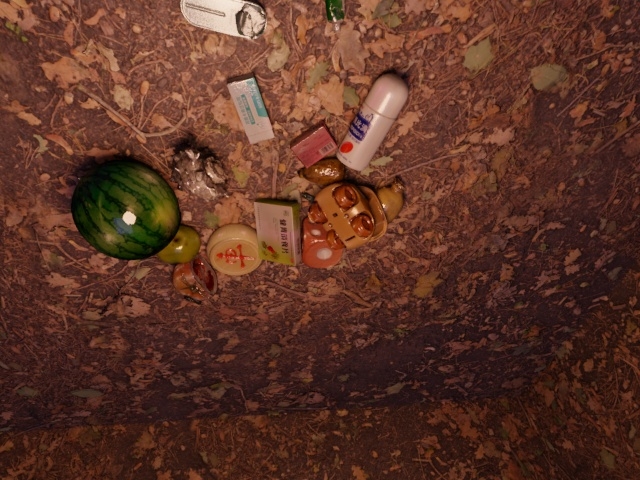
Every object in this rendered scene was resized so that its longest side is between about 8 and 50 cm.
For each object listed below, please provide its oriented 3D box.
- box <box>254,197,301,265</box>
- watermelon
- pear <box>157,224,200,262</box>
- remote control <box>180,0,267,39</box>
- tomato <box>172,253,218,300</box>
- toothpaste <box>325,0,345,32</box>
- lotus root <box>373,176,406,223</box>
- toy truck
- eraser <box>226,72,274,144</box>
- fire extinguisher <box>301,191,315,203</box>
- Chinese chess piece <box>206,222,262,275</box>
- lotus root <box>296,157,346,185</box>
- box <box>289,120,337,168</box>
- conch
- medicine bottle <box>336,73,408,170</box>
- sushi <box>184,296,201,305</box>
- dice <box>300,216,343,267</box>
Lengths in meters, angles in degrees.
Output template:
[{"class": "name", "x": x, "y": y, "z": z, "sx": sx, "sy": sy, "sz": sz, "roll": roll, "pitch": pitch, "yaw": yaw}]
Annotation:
[{"class": "box", "x": -0.172, "y": -0.035, "z": 1.671, "sx": 0.175, "sy": 0.062, "sz": 0.260, "roll": 9, "pitch": 116, "yaw": 24}, {"class": "watermelon", "x": -0.674, "y": -0.104, "z": 1.434, "sx": 0.364, "sy": 0.363, "sz": 0.363, "roll": -5, "pitch": 132, "yaw": -6}, {"class": "pear", "x": -0.586, "y": 0.027, "z": 1.697, "sx": 0.180, "sy": 0.166, "sz": 0.216, "roll": -12, "pitch": 159, "yaw": -15}, {"class": "remote control", "x": -0.280, "y": -0.665, "z": 1.201, "sx": 0.248, "sy": 0.052, "sz": 0.104, "roll": 8, "pitch": 130, "yaw": -17}, {"class": "tomato", "x": -0.569, "y": 0.172, "z": 1.810, "sx": 0.155, "sy": 0.180, "sz": 0.214, "roll": -18, "pitch": 128, "yaw": 14}, {"class": "toothpaste", "x": 0.041, "y": -0.742, "z": 1.197, "sx": 0.078, "sy": 0.046, "sz": 0.247, "roll": -12, "pitch": 130, "yaw": -5}, {"class": "lotus root", "x": 0.247, "y": -0.124, "z": 1.711, "sx": 0.146, "sy": 0.130, "sz": 0.303, "roll": -5, "pitch": 144, "yaw": -51}, {"class": "toy truck", "x": 0.110, "y": -0.094, "z": 1.590, "sx": 0.204, "sy": 0.212, "sz": 0.287, "roll": -29, "pitch": 95, "yaw": 40}, {"class": "eraser", "x": -0.235, "y": -0.447, "z": 1.401, "sx": 0.096, "sy": 0.052, "sz": 0.225, "roll": -17, "pitch": 131, "yaw": 1}, {"class": "fire extinguisher", "x": -0.050, "y": -0.176, "z": 1.691, "sx": 0.083, "sy": 0.025, "sz": 0.038, "roll": 27, "pitch": 144, "yaw": -29}, {"class": "Chinese chess piece", "x": -0.366, "y": 0.043, "z": 1.780, "sx": 0.251, "sy": 0.097, "sz": 0.250, "roll": -5, "pitch": 132, "yaw": -6}, {"class": "lotus root", "x": 0.004, "y": -0.261, "z": 1.584, "sx": 0.191, "sy": 0.094, "sz": 0.108, "roll": -4, "pitch": 109, "yaw": 0}, {"class": "box", "x": -0.026, "y": -0.354, "z": 1.516, "sx": 0.156, "sy": 0.060, "sz": 0.111, "roll": -31, "pitch": 129, "yaw": 13}, {"class": "conch", "x": -0.406, "y": -0.226, "z": 1.437, "sx": 0.241, "sy": 0.313, "sz": 0.186, "roll": 43, "pitch": 77, "yaw": 1}, {"class": "medicine bottle", "x": 0.187, "y": -0.418, "z": 1.448, "sx": 0.131, "sy": 0.130, "sz": 0.340, "roll": 16, "pitch": 127, "yaw": -22}, {"class": "sushi", "x": -0.598, "y": 0.253, "z": 1.955, "sx": 0.083, "sy": 0.056, "sz": 0.084, "roll": 19, "pitch": 127, "yaw": -16}, {"class": "dice", "x": 0.000, "y": 0.000, "z": 1.758, "sx": 0.174, "sy": 0.179, "sz": 0.174, "roll": -1, "pitch": 136, "yaw": -10}]
